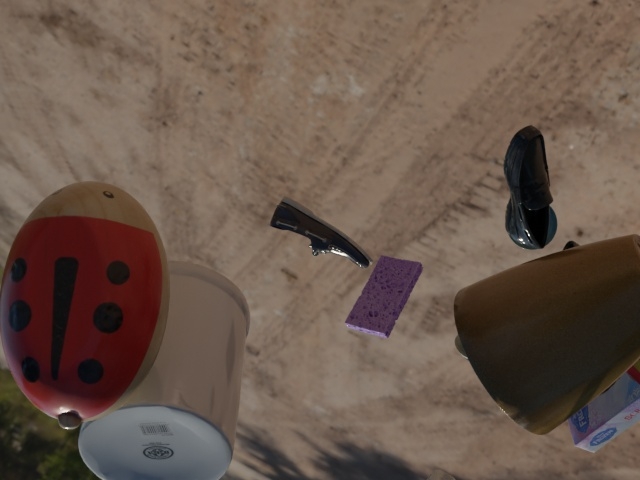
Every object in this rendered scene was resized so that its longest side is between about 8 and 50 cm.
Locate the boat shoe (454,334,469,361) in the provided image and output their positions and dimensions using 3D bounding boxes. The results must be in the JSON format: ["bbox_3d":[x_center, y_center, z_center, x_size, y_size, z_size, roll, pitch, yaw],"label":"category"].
[{"bbox_3d":[0.384,0.266,2.057,0.069,0.081,0.228,52,172,-24],"label":"boat shoe"}]

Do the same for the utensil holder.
[{"bbox_3d":[-0.321,0.290,1.903,0.327,0.385,0.328,0,132,0],"label":"utensil holder"}]

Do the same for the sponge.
[{"bbox_3d":[0.156,0.133,2.208,0.117,0.210,0.031,12,152,36],"label":"sponge"}]

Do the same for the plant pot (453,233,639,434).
[{"bbox_3d":[0.355,0.105,1.249,0.237,0.237,0.254,39,121,-25],"label":"plant pot"}]

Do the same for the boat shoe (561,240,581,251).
[{"bbox_3d":[0.524,0.099,1.962,0.073,0.223,0.080,39,152,-19],"label":"boat shoe"}]

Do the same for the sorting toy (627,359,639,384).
[{"bbox_3d":[0.544,0.150,1.665,0.257,0.089,0.255,47,-167,10],"label":"sorting toy"}]

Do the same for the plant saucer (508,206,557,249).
[{"bbox_3d":[0.487,-0.038,2.079,0.119,0.119,0.021,18,-169,27],"label":"plant saucer"}]

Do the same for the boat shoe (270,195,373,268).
[{"bbox_3d":[0.000,0.000,1.636,0.206,0.065,0.075,34,173,12],"label":"boat shoe"}]

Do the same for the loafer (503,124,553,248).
[{"bbox_3d":[0.341,-0.082,1.453,0.078,0.076,0.223,40,150,43],"label":"loafer"}]

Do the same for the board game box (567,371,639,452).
[{"bbox_3d":[0.653,0.252,2.008,0.066,0.319,0.318,22,128,-23],"label":"board game box"}]

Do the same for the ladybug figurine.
[{"bbox_3d":[-0.426,0.103,1.596,0.305,0.449,0.162,-2,168,2],"label":"ladybug figurine"}]

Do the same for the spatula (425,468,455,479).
[{"bbox_3d":[0.194,0.513,1.471,0.168,0.242,0.019,28,165,21],"label":"spatula"}]
